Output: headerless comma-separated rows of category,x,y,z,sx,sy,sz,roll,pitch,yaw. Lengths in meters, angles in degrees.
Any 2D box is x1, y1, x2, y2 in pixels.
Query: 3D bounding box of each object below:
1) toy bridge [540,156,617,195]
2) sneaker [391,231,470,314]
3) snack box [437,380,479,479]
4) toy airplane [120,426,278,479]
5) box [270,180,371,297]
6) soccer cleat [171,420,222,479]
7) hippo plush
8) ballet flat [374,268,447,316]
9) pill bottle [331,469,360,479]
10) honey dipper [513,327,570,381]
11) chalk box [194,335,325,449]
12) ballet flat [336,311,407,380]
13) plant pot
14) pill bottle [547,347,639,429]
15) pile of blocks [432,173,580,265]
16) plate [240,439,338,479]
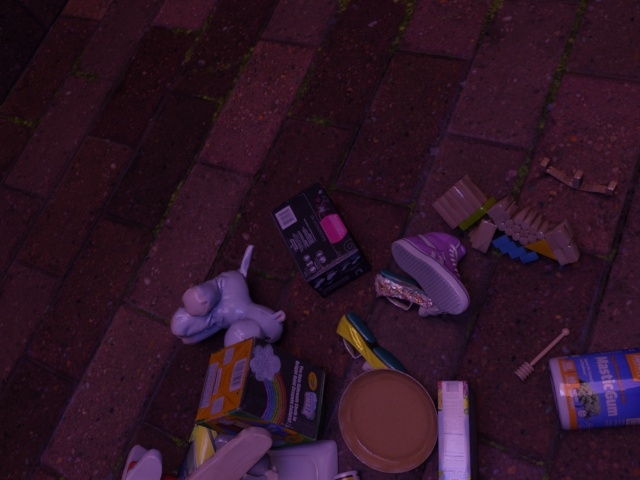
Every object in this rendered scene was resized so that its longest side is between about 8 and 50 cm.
toy bridge,0.636,-0.149,1.475,0.188,0.063,0.026,28,79,29
sneaker,0.308,0.059,1.438,0.161,0.102,0.282,-15,38,-18
snack box,0.296,0.418,1.280,0.070,0.174,0.207,-6,65,19
toy airplane,-0.272,0.582,1.313,0.386,0.272,0.384,-2,99,12
box,0.000,0.000,1.595,0.163,0.142,0.247,-32,59,5
soccer cleat,-0.282,0.526,1.508,0.121,0.093,0.289,24,70,-4
hippo plush,-0.222,0.216,1.576,0.236,0.234,0.294,39,41,12
ballet flat,0.241,0.143,1.490,0.241,0.091,0.077,21,106,31
pill bottle,0.069,0.586,1.350,0.065,0.065,0.116,-22,61,10
honey dipper,0.506,0.255,1.363,0.161,0.030,0.030,-43,60,-6
chalk box,-0.113,0.375,1.408,0.179,0.289,0.180,-26,42,40
ballet flat,0.119,0.277,1.474,0.231,0.077,0.077,47,109,31
plant pot,0.157,0.411,1.379,0.236,0.032,0.236,-1,89,22
pill bottle,0.622,0.301,1.228,0.272,0.152,0.152,-11,64,16
pile of blocks,0.463,-0.041,1.483,0.362,0.149,0.112,30,37,19
plate,-0.094,0.617,1.407,0.278,0.045,0.277,-8,64,16
